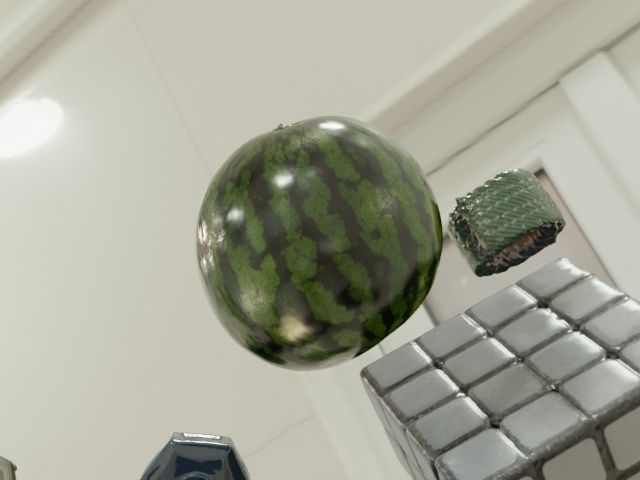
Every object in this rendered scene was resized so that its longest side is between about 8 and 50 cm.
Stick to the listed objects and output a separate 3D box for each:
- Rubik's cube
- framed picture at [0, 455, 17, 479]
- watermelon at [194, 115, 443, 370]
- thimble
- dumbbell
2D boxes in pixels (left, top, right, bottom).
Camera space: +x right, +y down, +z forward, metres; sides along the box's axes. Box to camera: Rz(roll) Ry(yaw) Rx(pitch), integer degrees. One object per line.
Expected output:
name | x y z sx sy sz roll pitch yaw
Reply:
Rubik's cube | 0.300 0.276 1.358 0.344 0.337 0.344 -28 24 -8
framed picture | -0.442 0.329 1.334 0.019 0.296 0.232 -20 -65 -43
watermelon | 0.000 0.000 1.221 0.285 0.285 0.285 -24 -21 -10
thimble | 0.227 -0.021 1.332 0.135 0.090 0.118 -23 -23 -22
dumbbell | -0.152 0.332 1.300 0.144 0.156 0.316 -24 5 -4
